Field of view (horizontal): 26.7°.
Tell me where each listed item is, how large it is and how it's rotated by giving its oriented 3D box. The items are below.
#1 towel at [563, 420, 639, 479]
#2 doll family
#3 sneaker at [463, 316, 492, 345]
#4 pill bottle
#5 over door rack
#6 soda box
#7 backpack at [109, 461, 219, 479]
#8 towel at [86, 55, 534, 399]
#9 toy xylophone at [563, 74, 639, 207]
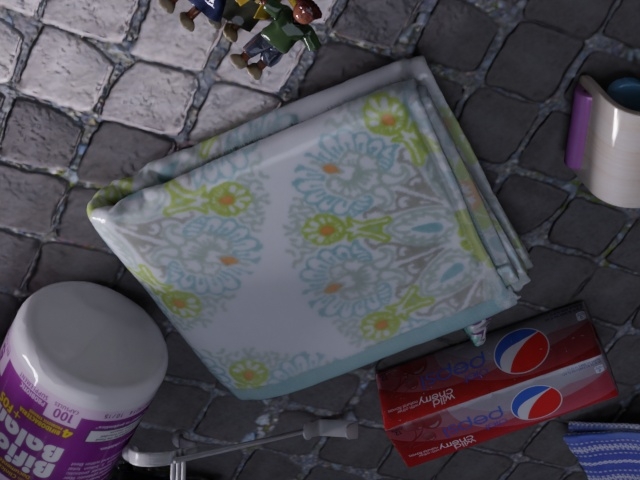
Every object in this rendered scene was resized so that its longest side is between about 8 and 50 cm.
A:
[{"bbox_3d":[0.469,0.342,1.723,0.243,0.040,0.336,-2,139,32],"label":"towel"},{"bbox_3d":[-0.076,-0.234,1.178,0.193,0.076,0.111,33,125,-27],"label":"doll family"},{"bbox_3d":[0.188,0.079,1.518,0.069,0.038,0.098,-36,151,-1],"label":"sneaker"},{"bbox_3d":[-0.295,0.201,1.477,0.169,0.169,0.301,16,127,-20],"label":"pill bottle"},{"bbox_3d":[-0.100,0.335,1.536,0.108,0.240,0.324,3,-178,44],"label":"over door rack"},{"bbox_3d":[0.202,0.168,1.561,0.263,0.092,0.083,-21,132,11],"label":"soda box"},{"bbox_3d":[-0.212,0.376,1.683,0.158,0.117,0.173,14,131,-18],"label":"backpack"},{"bbox_3d":[0.000,0.000,1.393,0.374,0.090,0.320,-22,128,12],"label":"towel"},{"bbox_3d":[0.412,-0.127,1.328,0.322,0.081,0.236,3,131,-10],"label":"toy xylophone"}]
